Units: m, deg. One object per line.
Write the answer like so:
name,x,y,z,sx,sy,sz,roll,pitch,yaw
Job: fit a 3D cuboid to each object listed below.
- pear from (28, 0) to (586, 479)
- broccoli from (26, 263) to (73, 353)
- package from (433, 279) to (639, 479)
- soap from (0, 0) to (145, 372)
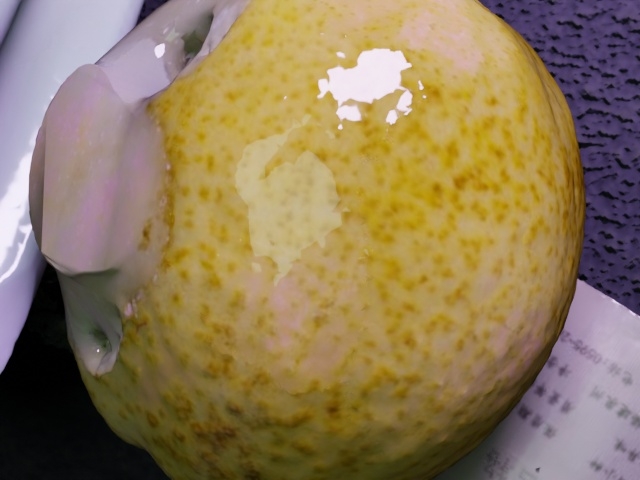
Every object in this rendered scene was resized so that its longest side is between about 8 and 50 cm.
pear,0.000,0.000,0.546,0.271,0.271,0.271,-2,81,15
broccoli,-0.116,-0.027,0.671,0.122,0.118,0.204,7,67,36
package,0.152,0.153,0.583,0.251,0.062,0.204,35,93,13
soap,-0.230,-0.042,0.600,0.208,0.115,0.347,-9,54,33
